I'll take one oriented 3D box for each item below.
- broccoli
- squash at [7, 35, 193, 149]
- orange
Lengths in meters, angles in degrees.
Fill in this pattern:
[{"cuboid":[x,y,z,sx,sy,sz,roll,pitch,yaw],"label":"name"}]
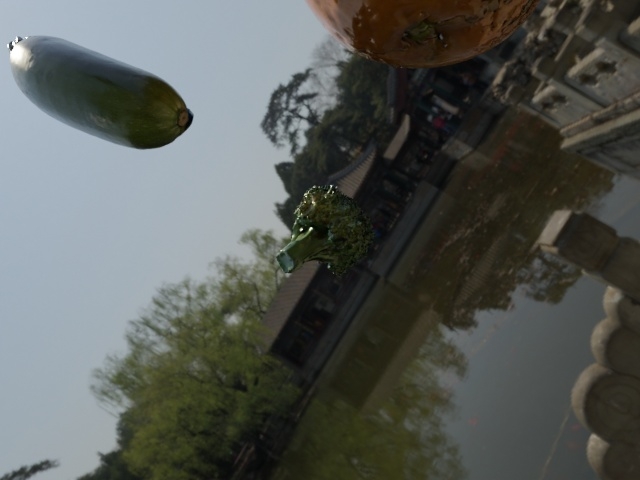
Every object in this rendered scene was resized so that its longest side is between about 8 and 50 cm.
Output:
[{"cuboid":[0.000,0.000,1.022,0.220,0.194,0.194,-10,41,53],"label":"broccoli"},{"cuboid":[-0.275,-0.174,0.597,0.094,0.341,0.094,-38,-37,-37],"label":"squash"},{"cuboid":[0.089,-0.277,0.467,0.246,0.246,0.246,-59,-4,-6],"label":"orange"}]
